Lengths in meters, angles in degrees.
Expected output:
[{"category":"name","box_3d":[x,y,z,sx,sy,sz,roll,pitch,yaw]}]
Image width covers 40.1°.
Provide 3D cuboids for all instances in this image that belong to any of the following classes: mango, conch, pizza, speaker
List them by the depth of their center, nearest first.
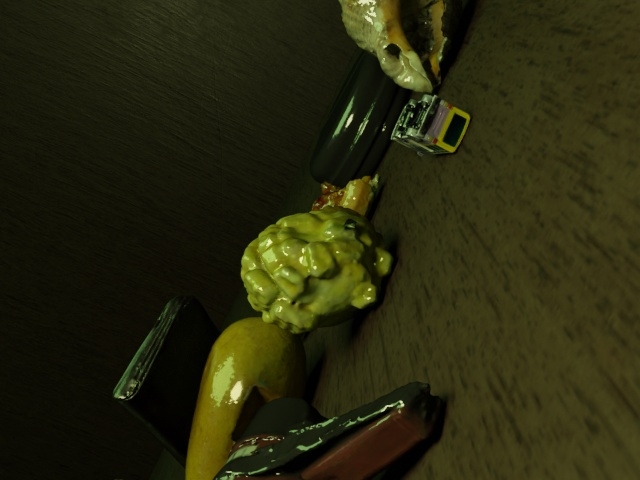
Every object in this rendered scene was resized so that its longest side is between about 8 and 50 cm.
[{"category":"speaker","box_3d":[-0.052,0.215,0.636,0.329,0.198,0.259,-61,-12,-51]},{"category":"mango","box_3d":[-0.094,0.221,1.074,0.167,0.129,0.262,104,-179,-80]},{"category":"conch","box_3d":[0.123,-0.308,1.206,0.178,0.162,0.245,98,159,-55]},{"category":"pizza","box_3d":[0.000,0.000,1.324,0.229,0.081,0.290,-78,13,-62]}]

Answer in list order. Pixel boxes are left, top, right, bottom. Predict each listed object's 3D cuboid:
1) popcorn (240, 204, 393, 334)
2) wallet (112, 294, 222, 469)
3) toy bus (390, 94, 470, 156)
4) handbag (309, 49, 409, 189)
[{"category":"popcorn","box_3d":[-0.002,0.031,0.984,0.173,0.173,0.142,-150,62,-83]},{"category":"wallet","box_3d":[-0.151,0.219,1.168,0.172,0.045,0.318,-65,-34,-32]},{"category":"toy bus","box_3d":[0.119,-0.124,0.958,0.052,0.058,0.102,-65,12,-2]},{"category":"handbag","box_3d":[0.070,-0.214,1.479,0.308,0.093,0.254,-74,11,-52]}]
